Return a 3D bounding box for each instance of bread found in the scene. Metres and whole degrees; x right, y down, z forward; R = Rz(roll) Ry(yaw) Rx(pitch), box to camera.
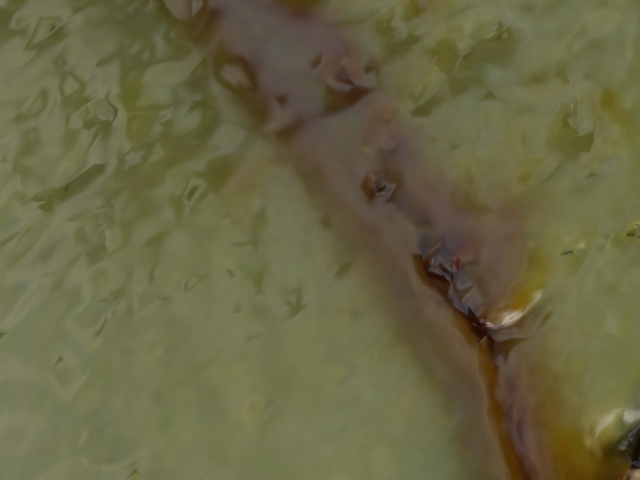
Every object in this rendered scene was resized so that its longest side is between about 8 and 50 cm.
[{"bbox_3d":[0.000,0.000,0.487,0.345,0.242,0.405,-31,61,-15],"label":"bread"}]
